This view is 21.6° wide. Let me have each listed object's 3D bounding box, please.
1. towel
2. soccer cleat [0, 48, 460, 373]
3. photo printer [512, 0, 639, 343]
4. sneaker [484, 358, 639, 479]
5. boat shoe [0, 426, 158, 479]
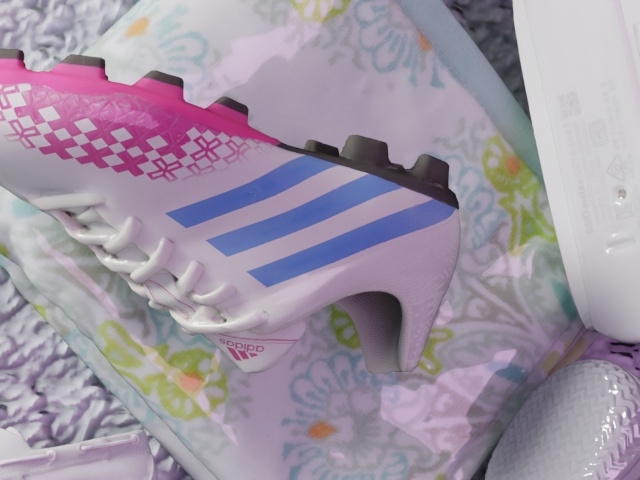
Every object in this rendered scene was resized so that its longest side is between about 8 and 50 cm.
[{"bbox_3d":[0.000,0.000,1.063,0.320,0.090,0.374,-47,106,-21],"label":"towel"},{"bbox_3d":[-0.069,-0.006,0.924,0.331,0.116,0.143,14,82,-23],"label":"soccer cleat"},{"bbox_3d":[0.271,-0.074,1.146,0.307,0.107,0.256,-9,86,-48],"label":"photo printer"},{"bbox_3d":[0.166,0.268,1.061,0.210,0.137,0.366,23,99,-24],"label":"sneaker"},{"bbox_3d":[-0.181,0.141,0.983,0.184,0.066,0.063,-3,74,-24],"label":"boat shoe"}]
